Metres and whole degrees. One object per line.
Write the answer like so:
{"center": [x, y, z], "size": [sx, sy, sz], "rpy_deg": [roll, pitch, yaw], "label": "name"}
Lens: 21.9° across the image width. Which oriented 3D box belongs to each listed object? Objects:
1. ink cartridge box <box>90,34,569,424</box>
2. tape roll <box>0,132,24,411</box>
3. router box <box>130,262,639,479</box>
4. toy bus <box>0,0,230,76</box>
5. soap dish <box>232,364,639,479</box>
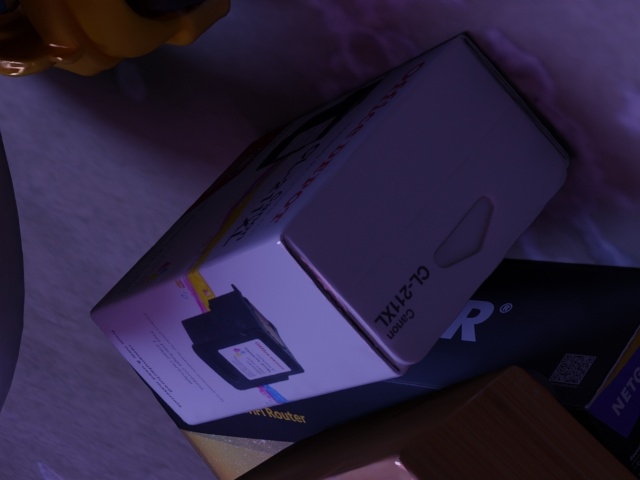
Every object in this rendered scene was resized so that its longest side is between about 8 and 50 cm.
{"center": [0.000, 0.000, 0.684], "size": [0.072, 0.127, 0.175], "rpy_deg": [49, 149, -12], "label": "ink cartridge box"}
{"center": [-0.243, -0.074, 0.638], "size": [0.072, 0.392, 0.392], "rpy_deg": [-22, 124, 13], "label": "tape roll"}
{"center": [0.074, 0.120, 0.815], "size": [0.309, 0.081, 0.243], "rpy_deg": [3, 135, 47], "label": "router box"}
{"center": [-0.151, -0.122, 0.601], "size": [0.149, 0.211, 0.220], "rpy_deg": [18, 146, 31], "label": "toy bus"}
{"center": [0.088, 0.185, 0.684], "size": [0.291, 0.118, 0.229], "rpy_deg": [44, 149, -9], "label": "soap dish"}
